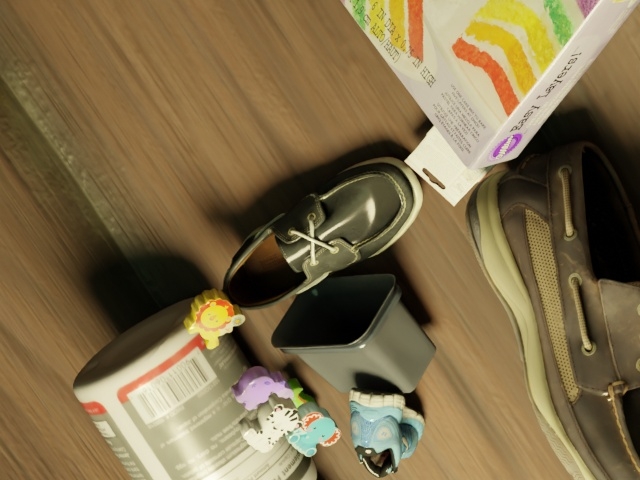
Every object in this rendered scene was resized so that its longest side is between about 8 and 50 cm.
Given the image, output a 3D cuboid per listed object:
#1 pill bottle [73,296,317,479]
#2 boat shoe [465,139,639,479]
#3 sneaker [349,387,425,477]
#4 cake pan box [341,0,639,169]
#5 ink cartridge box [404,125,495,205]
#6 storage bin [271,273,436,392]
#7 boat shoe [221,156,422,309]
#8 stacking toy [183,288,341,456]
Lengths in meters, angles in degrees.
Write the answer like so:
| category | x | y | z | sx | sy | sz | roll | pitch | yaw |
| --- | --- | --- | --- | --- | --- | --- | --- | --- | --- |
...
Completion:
| category | x | y | z | sx | sy | sz | roll | pitch | yaw |
| --- | --- | --- | --- | --- | --- | --- | --- | --- | --- |
| pill bottle | -0.105 | 0.213 | 1.771 | 0.161 | 0.161 | 0.283 | -22 | 105 | 39 |
| boat shoe | 0.235 | 0.076 | 1.419 | 0.130 | 0.132 | 0.355 | -40 | 65 | 36 |
| sneaker | 0.054 | 0.186 | 1.672 | 0.063 | 0.073 | 0.162 | 6 | 165 | 17 |
| cake pan box | 0.118 | -0.230 | 1.365 | 0.267 | 0.070 | 0.246 | 56 | 134 | 19 |
| ink cartridge box | 0.128 | -0.087 | 1.524 | 0.063 | 0.029 | 0.115 | 43 | 133 | 1 |
| storage bin | 0.039 | 0.088 | 1.651 | 0.135 | 0.098 | 0.091 | -5 | 135 | 49 |
| boat shoe | 0.000 | 0.000 | 1.628 | 0.233 | 0.079 | 0.084 | -30 | 97 | 39 |
| stacking toy | -0.027 | 0.155 | 1.653 | 0.052 | 0.167 | 0.221 | -39 | 133 | 7 |
